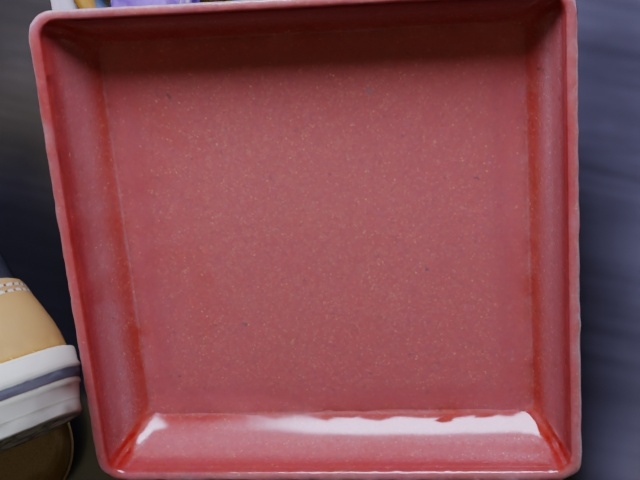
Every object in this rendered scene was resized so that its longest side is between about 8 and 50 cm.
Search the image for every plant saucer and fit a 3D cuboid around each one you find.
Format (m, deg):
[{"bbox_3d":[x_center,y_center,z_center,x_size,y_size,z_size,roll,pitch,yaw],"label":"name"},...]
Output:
[{"bbox_3d":[-0.179,0.113,0.754,0.083,0.015,0.083,1,100,8],"label":"plant saucer"},{"bbox_3d":[0.000,0.000,0.673,0.259,0.048,0.258,-1,111,9],"label":"plant saucer"}]

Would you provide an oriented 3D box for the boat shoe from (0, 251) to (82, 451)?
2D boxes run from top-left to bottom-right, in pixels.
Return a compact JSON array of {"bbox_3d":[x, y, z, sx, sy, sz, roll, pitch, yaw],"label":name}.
[{"bbox_3d":[-0.368,0.111,0.701,0.500,0.187,0.156,-23,86,11],"label":"boat shoe"}]

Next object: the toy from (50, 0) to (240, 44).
[{"bbox_3d":[-0.086,-0.168,0.674,0.137,0.056,0.237,-5,99,10],"label":"toy"}]
